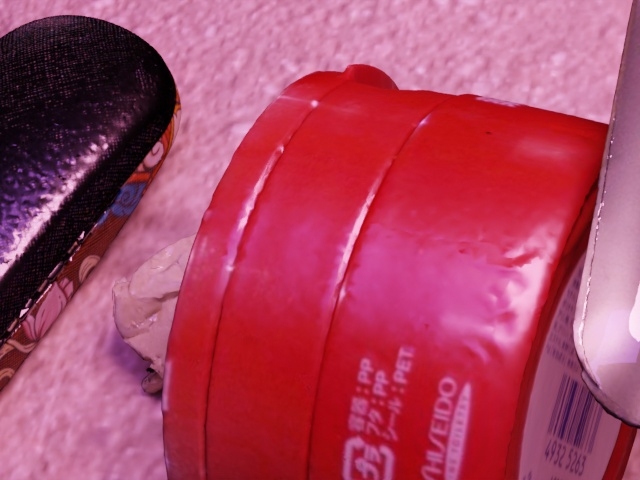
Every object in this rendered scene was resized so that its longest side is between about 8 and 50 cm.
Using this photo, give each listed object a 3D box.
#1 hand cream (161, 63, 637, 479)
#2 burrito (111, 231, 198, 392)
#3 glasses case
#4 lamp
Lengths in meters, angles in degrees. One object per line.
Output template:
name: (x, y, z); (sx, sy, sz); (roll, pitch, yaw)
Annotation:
hand cream: (0.048, 0.047, 0.729); (0.149, 0.230, 0.230); (16, 61, 24)
burrito: (0.001, 0.002, 0.877); (0.230, 0.058, 0.063); (-28, 50, -4)
glasses case: (-0.194, 0.009, 0.908); (0.122, 0.082, 0.321); (22, 65, 29)
lamp: (0.206, 0.041, 0.673); (0.125, 0.283, 0.203); (5, 58, 39)
